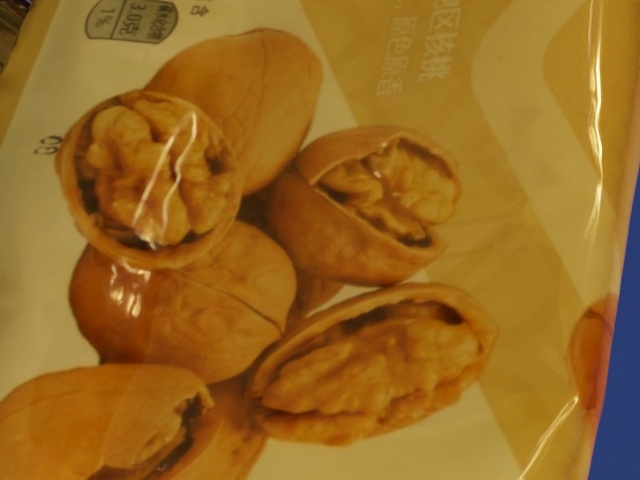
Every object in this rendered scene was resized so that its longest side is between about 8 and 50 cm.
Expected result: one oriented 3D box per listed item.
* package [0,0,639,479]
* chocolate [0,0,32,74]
[{"bbox_3d":[0.005,0.019,0.625,0.165,0.221,0.311,65,31,-51],"label":"package"},{"bbox_3d":[-0.211,-0.061,1.170,0.221,0.147,0.221,35,-25,19],"label":"chocolate"}]
